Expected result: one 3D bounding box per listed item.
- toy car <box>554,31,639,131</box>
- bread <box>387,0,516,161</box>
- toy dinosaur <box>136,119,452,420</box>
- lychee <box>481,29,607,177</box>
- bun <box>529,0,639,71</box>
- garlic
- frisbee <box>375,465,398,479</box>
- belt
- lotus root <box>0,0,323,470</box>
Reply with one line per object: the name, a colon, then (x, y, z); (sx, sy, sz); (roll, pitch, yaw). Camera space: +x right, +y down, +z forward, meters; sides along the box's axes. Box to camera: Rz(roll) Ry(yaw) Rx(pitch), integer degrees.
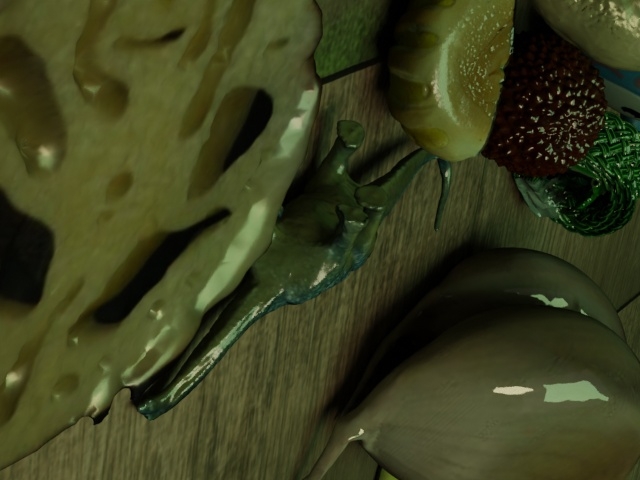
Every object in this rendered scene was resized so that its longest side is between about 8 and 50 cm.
toy car: (0.315, -0.185, 1.553); (0.255, 0.188, 0.190); (-38, 147, -43)
bread: (0.089, -0.135, 1.305); (0.094, 0.083, 0.157); (-23, 120, -51)
toy dinosaur: (0.000, -0.005, 1.268); (0.363, 0.076, 0.147); (-40, 162, -38)
lychee: (0.178, -0.108, 1.445); (0.123, 0.129, 0.123); (-13, 140, -11)
bun: (0.249, -0.245, 1.338); (0.239, 0.141, 0.239); (12, 68, -31)
garlic: (0.143, 0.117, 1.540); (0.340, 0.231, 0.246); (9, 135, -32)
frisbee: (0.119, 0.198, 1.685); (0.236, 0.017, 0.236); (-40, 143, -39)
belt: (0.241, -0.070, 1.584); (0.079, 0.121, 0.151); (-59, 164, -24)
lotus root: (-0.139, -0.045, 0.962); (0.390, 0.111, 0.375); (9, 104, -65)
